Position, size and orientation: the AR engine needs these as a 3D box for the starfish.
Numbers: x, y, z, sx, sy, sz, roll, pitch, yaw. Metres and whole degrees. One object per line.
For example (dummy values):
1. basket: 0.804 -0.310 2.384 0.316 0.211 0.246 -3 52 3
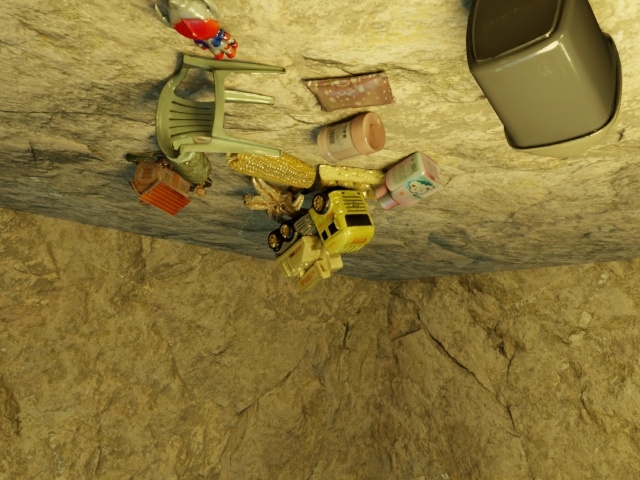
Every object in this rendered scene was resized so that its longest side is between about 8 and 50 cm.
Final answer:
1. starfish: -0.137 -0.141 1.558 0.304 0.112 0.312 21 160 -22

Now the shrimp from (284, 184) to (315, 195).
1. shrimp: -0.083 -0.184 1.615 0.091 0.034 0.161 16 161 -34

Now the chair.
1. chair: -0.228 -0.275 0.942 0.275 0.203 0.190 4 179 -16

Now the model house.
1. model house: -0.546 -0.189 1.532 0.207 0.153 0.294 2 166 19

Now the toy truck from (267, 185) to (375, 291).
1. toy truck: 0.000 0.000 1.460 0.181 0.253 0.405 -8 158 -45

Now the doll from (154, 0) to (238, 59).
1. doll: -0.214 -0.385 0.762 0.104 0.062 0.195 20 180 18

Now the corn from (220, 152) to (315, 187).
1. corn: -0.148 -0.231 1.303 0.311 0.101 0.102 11 166 -33

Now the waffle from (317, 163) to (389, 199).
1. waffle: 0.125 -0.192 1.446 0.275 0.057 0.168 5 168 -1

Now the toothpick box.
1. toothpick box: 0.078 -0.259 1.087 0.149 0.098 0.098 -6 163 42

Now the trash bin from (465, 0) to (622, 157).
1. trash bin: 0.362 -0.275 0.684 0.182 0.209 0.290 -5 158 43

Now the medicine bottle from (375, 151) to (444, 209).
1. medicine bottle: 0.262 -0.170 1.289 0.119 0.094 0.188 22 140 -38

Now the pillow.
1. pillow: 0.067 -0.322 0.942 0.185 0.043 0.118 1 164 20

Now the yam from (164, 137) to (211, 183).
1. yam: -0.407 -0.255 1.296 0.108 0.107 0.194 5 166 1
